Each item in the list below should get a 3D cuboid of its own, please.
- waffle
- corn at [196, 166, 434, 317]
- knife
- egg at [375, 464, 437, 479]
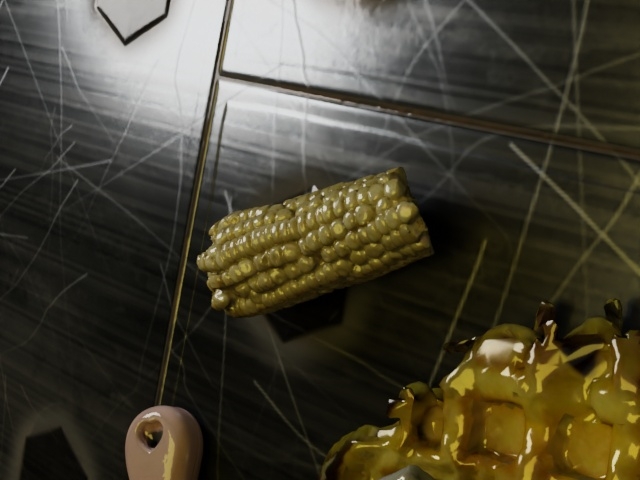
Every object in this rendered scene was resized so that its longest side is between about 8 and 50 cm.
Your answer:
[{"bbox_3d":[0.138,0.247,0.610,0.379,0.095,0.382,-46,58,29],"label":"waffle"},{"bbox_3d":[0.000,0.000,0.751,0.211,0.087,0.087,-18,76,33],"label":"corn"},{"bbox_3d":[-0.114,0.304,0.833,0.081,0.043,0.336,-17,71,25],"label":"knife"},{"bbox_3d":[-0.018,0.240,0.563,0.162,0.271,0.206,-168,72,-79],"label":"egg"}]
